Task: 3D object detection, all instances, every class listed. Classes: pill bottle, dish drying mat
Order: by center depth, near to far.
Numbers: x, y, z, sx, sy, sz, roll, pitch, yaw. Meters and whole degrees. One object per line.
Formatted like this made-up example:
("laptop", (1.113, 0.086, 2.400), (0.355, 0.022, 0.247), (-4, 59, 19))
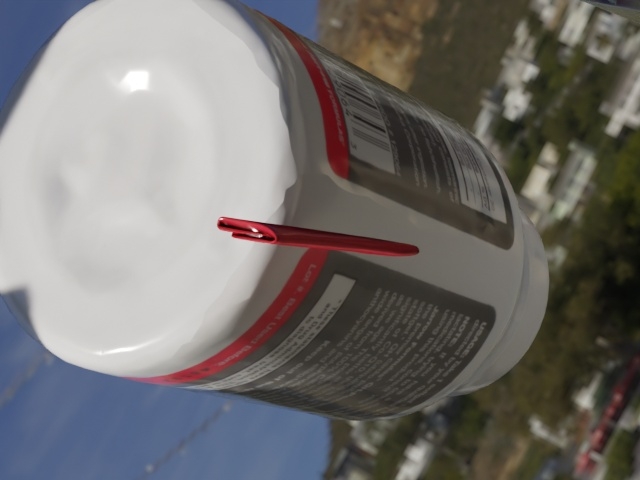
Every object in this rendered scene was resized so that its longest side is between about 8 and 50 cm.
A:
("dish drying mat", (0.000, 0.000, 0.628), (0.083, 0.032, 0.008), (8, -89, -50))
("pill bottle", (-0.004, -0.001, 0.845), (0.318, 0.176, 0.176), (20, -82, -57))

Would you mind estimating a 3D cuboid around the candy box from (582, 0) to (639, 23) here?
("candy box", (0.255, -0.192, 0.895), (0.316, 0.087, 0.183), (-133, 62, -75))
